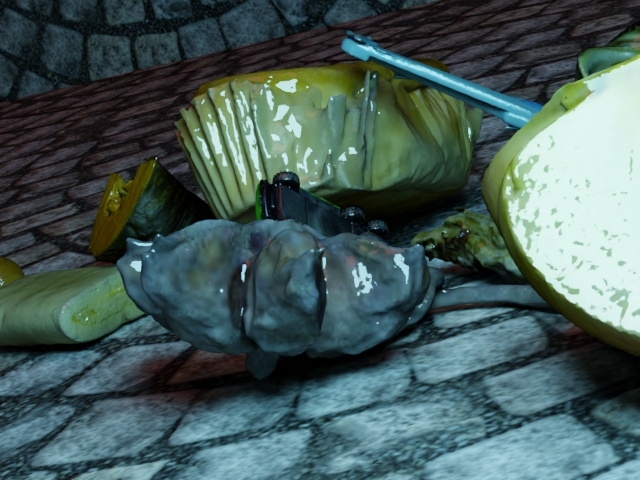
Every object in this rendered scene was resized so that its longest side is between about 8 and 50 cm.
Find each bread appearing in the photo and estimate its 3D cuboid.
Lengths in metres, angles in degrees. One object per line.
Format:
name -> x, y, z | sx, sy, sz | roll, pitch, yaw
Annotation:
bread -> -0.275, 0.071, 1.754 | 0.178, 0.060, 0.139 | -3, 18, 44
bread -> 0.009, -0.107, 1.711 | 0.236, 0.183, 0.388 | -21, -7, 24

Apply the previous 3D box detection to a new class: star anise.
star anise -> -0.017, 0.052, 1.382 | 0.359, 0.139, 0.316 | 0, 1, 38

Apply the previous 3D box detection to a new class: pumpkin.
pumpkin -> -0.157, 0.000, 1.805 | 0.163, 0.111, 0.278 | 26, -9, -14

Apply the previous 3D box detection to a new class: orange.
orange -> -0.375, 0.057, 1.902 | 0.085, 0.085, 0.085 | -16, 14, 4

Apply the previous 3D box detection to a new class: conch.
conch -> 0.368, -0.168, 1.830 | 0.181, 0.124, 0.187 | -7, 38, 3

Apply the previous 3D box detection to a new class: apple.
apple -> 0.286, -0.035, 1.161 | 0.309, 0.252, 0.314 | -31, 16, 8

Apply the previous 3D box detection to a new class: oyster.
oyster -> 0.223, -0.001, 1.465 | 0.345, 0.078, 0.128 | -8, -4, 38

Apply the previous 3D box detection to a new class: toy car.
toy car -> 0.000, 0.000, 1.527 | 0.062, 0.165, 0.071 | -35, 44, 32

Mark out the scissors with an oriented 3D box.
scissors -> 0.200, -0.107, 1.526 | 0.393, 0.032, 0.180 | 22, 11, 0
